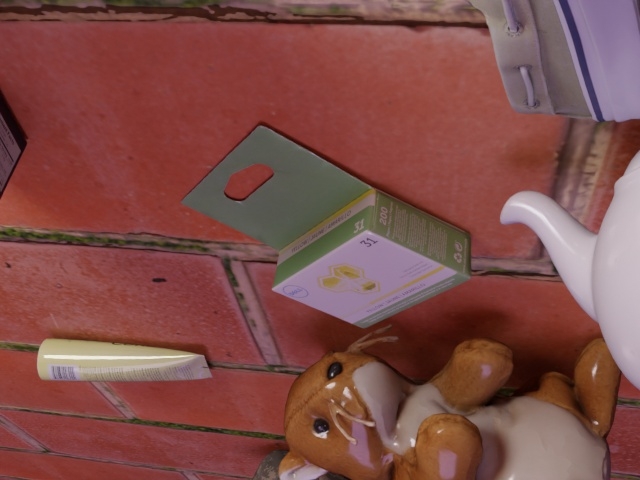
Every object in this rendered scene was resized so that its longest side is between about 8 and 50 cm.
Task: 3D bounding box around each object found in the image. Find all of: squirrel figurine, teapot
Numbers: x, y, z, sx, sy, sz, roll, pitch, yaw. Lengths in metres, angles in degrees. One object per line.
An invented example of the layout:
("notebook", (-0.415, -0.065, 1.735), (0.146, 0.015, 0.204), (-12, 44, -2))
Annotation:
("squirrel figurine", (0.140, 0.274, 0.914), (0.370, 0.281, 0.397), (10, 147, 13))
("teapot", (0.291, -0.017, 0.482), (0.255, 0.187, 0.252), (-14, 171, -10))

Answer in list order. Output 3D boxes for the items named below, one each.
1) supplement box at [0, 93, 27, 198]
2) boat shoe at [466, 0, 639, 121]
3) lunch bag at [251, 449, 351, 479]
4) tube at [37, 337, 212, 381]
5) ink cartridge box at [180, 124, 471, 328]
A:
("supplement box", (-0.330, -0.038, 0.600), (0.104, 0.188, 0.081), (7, 148, 5))
("boat shoe", (0.107, -0.151, 0.377), (0.094, 0.109, 0.302), (-7, 148, 29))
("lunch bag", (0.030, 0.543, 1.363), (0.305, 0.213, 0.256), (31, 172, -29))
("tube", (-0.279, 0.176, 1.072), (0.240, 0.062, 0.070), (2, -168, 3))
("ink cartridge box", (0.000, 0.000, 0.703), (0.235, 0.056, 0.171), (24, 147, -25))
